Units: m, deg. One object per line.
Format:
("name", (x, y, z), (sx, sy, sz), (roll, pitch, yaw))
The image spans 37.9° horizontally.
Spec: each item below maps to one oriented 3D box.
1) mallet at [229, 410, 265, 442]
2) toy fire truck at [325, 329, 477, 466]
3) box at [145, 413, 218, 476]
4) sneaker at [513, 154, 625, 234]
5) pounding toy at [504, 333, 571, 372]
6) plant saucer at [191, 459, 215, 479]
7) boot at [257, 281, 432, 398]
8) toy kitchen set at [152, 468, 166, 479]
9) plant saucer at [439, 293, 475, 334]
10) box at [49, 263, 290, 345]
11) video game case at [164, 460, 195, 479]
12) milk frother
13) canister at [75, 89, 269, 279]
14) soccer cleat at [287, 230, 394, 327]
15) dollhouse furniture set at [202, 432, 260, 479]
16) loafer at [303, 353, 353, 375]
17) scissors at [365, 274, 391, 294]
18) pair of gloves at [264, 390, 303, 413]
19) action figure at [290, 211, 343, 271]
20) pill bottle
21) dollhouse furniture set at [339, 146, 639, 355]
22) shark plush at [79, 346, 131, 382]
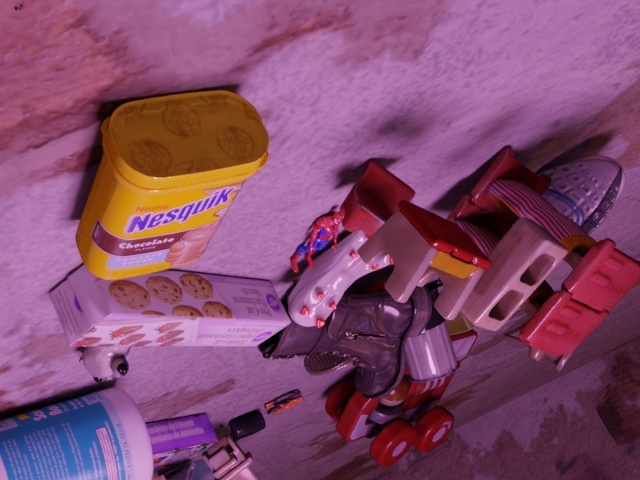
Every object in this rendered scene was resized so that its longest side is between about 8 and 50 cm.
("mallet", (-0.164, 0.374, 1.775), (0.062, 0.039, 0.189), (-15, 160, -33))
("toy fire truck", (0.165, 0.282, 1.823), (0.302, 0.169, 0.254), (-5, 126, -47))
("box", (-0.338, 0.391, 1.562), (0.293, 0.057, 0.201), (-39, 158, 28))
("sneaker", (0.328, -0.035, 1.336), (0.129, 0.111, 0.297), (-31, 170, -40))
("pounding toy", (0.536, 0.204, 2.178), (0.154, 0.155, 0.269), (-59, 164, 4))
("plant saucer", (-0.334, 0.550, 1.973), (0.317, 0.043, 0.317), (-23, 159, -10))
("boot", (0.019, 0.141, 1.328), (0.229, 0.091, 0.263), (-3, 136, -24))
("toy kitchen set", (-0.258, 0.393, 1.459), (0.068, 0.083, 0.075), (-29, 159, 5))
("plant saucer", (0.256, 0.108, 1.635), (0.188, 0.045, 0.188), (-6, 152, -44))
("box", (-0.152, 0.076, 1.026), (0.063, 0.067, 0.324), (-36, 157, 22))
("video game case", (-0.251, 0.404, 1.529), (0.087, 0.011, 0.122), (-29, -175, 0))
("milk frother", (0.179, 0.130, 1.459), (0.143, 0.135, 0.129), (-19, -171, -14))
("canister", (-0.128, -0.040, 0.767), (0.126, 0.073, 0.170), (-14, 157, -31))
("soccer cleat", (0.032, 0.025, 1.149), (0.196, 0.076, 0.068), (-43, 119, 1))
("dollhouse furniture set", (-0.210, 0.499, 1.517), (0.303, 0.174, 0.355), (-37, -176, -6))
("loafer", (0.043, 0.178, 1.523), (0.148, 0.056, 0.050), (-29, 153, 4))
("scissors", (0.186, 0.024, 1.311), (0.109, 0.021, 0.297), (-5, 162, -45))
("pair of gloves", (-0.069, 0.304, 1.754), (0.074, 0.010, 0.083), (-23, 157, -7))
("action figure", (0.000, 0.000, 1.086), (0.038, 0.030, 0.115), (-9, 151, -30))
("pill bottle", (-0.355, 0.286, 1.163), (0.264, 0.146, 0.146), (-13, 156, -33))
("dollhouse furniture set", (0.181, -0.015, 1.029), (0.374, 0.201, 0.152), (21, 113, -47))
("shark plush", (-0.236, 0.132, 1.078), (0.067, 0.073, 0.161), (-51, 169, -33))
